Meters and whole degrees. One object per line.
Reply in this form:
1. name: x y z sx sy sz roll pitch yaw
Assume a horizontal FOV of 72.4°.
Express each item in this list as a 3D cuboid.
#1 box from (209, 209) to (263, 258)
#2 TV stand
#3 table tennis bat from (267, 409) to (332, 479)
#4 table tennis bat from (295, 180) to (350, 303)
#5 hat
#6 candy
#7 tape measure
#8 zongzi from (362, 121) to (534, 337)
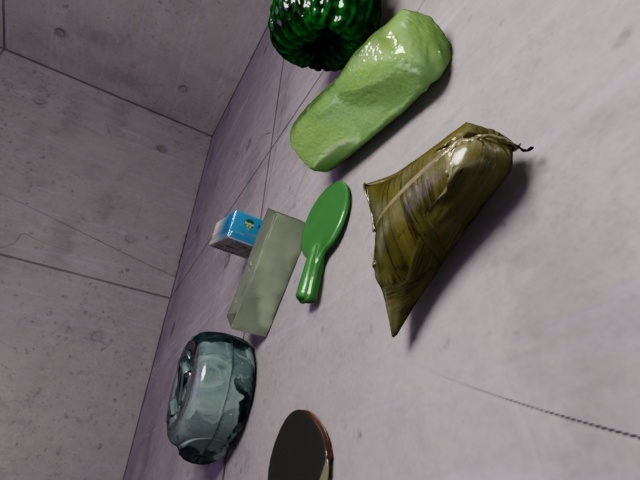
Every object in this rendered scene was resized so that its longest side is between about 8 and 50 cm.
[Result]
1. box: -0.189 -0.006 1.118 0.194 0.139 0.073 -15 58 62
2. TV stand: -0.120 0.070 0.975 0.269 0.088 0.083 -68 23 3
3. table tennis bat: -0.018 0.351 0.612 0.301 0.023 0.173 8 78 67
4. table tennis bat: 0.000 0.000 0.839 0.160 0.039 0.256 -30 40 55
5. hat: 0.025 -0.560 0.944 0.274 0.243 0.331 6 89 58
6. candy: 0.073 -0.248 0.776 0.142 0.131 0.344 -34 2 -37
7. tape measure: -0.256 0.343 0.983 0.256 0.147 0.274 20 91 66
8. zongzi: 0.132 -0.008 0.484 0.205 0.094 0.204 -32 48 55
